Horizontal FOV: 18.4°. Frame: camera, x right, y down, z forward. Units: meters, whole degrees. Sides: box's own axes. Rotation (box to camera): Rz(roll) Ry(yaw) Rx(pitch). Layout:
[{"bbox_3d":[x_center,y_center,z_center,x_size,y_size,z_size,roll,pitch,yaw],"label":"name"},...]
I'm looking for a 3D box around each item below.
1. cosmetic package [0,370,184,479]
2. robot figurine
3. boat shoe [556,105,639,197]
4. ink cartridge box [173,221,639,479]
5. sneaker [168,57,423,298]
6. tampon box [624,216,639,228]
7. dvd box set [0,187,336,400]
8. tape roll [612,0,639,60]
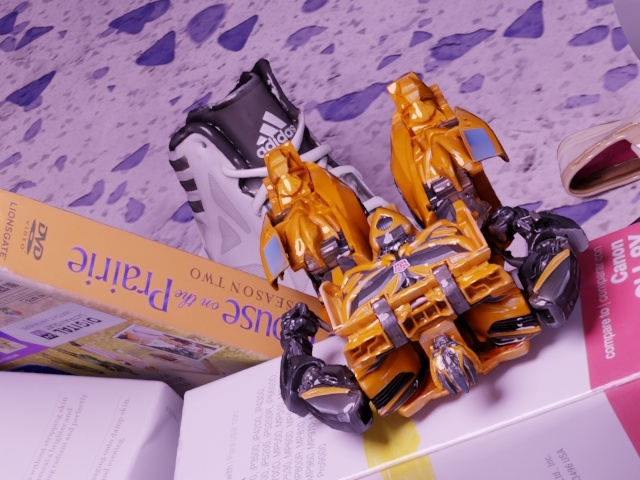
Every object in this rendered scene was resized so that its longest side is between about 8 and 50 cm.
[{"bbox_3d":[-0.268,0.218,1.467,0.385,0.156,0.217,2,58,33],"label":"cosmetic package"},{"bbox_3d":[0.050,0.005,1.258,0.211,0.085,0.291,-30,28,5],"label":"robot figurine"},{"bbox_3d":[0.283,-0.081,1.708,0.170,0.063,0.059,-26,35,28],"label":"boat shoe"},{"bbox_3d":[0.129,0.177,1.292,0.385,0.279,0.160,-21,34,17],"label":"ink cartridge box"},{"bbox_3d":[-0.001,0.001,1.652,0.169,0.257,0.447,-43,35,-16],"label":"sneaker"},{"bbox_3d":[0.253,0.087,1.416,0.101,0.161,0.120,-37,33,-7],"label":"tampon box"},{"bbox_3d":[-0.115,0.080,1.448,0.307,0.420,0.062,-19,56,56],"label":"dvd box set"},{"bbox_3d":[0.332,-0.253,1.740,0.072,0.219,0.219,-1,44,36],"label":"tape roll"}]
